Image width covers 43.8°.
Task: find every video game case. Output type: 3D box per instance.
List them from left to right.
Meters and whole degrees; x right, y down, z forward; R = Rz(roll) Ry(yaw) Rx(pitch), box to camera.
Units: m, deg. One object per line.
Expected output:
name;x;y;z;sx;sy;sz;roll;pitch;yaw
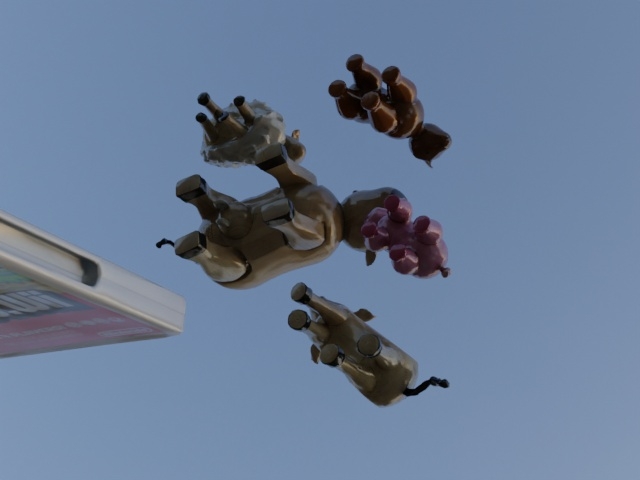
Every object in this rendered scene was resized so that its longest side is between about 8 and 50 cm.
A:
video game case;-0.228;0.011;0.373;0.204;0.285;0.025;-10;-115;25

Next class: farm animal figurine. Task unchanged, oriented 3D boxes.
farm animal figurine;0.000;0.000;0.804;0.327;0.330;0.172;-2;-26;29
